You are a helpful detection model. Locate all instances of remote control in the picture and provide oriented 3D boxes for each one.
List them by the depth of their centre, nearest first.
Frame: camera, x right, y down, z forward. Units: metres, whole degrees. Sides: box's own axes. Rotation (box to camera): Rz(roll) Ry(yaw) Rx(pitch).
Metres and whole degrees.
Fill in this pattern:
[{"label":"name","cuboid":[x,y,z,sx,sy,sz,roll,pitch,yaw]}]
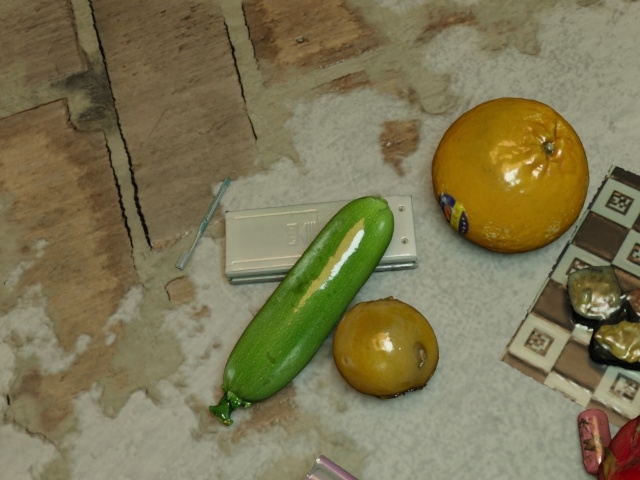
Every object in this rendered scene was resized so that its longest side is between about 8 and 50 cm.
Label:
[{"label":"remote control","cuboid":[0.000,0.000,1.320,0.277,0.055,0.102,-5,64,5]}]

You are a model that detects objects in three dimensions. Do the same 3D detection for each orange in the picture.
[{"label":"orange","cuboid":[0.264,-0.092,1.253,0.219,0.193,0.219,2,52,-3]}]

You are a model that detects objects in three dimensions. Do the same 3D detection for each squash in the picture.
[{"label":"squash","cuboid":[-0.024,0.097,1.225,0.101,0.101,0.378,40,92,23]}]

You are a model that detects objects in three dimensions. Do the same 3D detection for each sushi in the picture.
[{"label":"sushi","cuboid":[0.475,0.087,1.199,0.343,0.064,0.359,28,72,20]}]

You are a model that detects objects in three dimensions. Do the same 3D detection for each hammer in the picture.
[{"label":"hammer","cuboid":[0.352,0.258,1.151,0.043,0.043,0.083,-5,66,6]}]

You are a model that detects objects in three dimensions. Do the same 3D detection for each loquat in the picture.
[{"label":"loquat","cuboid":[0.088,0.142,1.196,0.141,0.141,0.141,-3,65,7]}]

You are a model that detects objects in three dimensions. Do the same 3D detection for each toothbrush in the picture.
[{"label":"toothbrush","cuboid":[-0.180,-0.028,1.385,0.014,0.011,0.167,18,69,22]}]

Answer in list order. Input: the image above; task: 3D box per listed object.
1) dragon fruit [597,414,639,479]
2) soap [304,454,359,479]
[{"label":"dragon fruit","cuboid":[0.428,0.295,1.008,0.241,0.241,0.252,-21,47,-2]},{"label":"soap","cuboid":[0.069,0.353,1.105,0.203,0.122,0.065,30,72,19]}]
